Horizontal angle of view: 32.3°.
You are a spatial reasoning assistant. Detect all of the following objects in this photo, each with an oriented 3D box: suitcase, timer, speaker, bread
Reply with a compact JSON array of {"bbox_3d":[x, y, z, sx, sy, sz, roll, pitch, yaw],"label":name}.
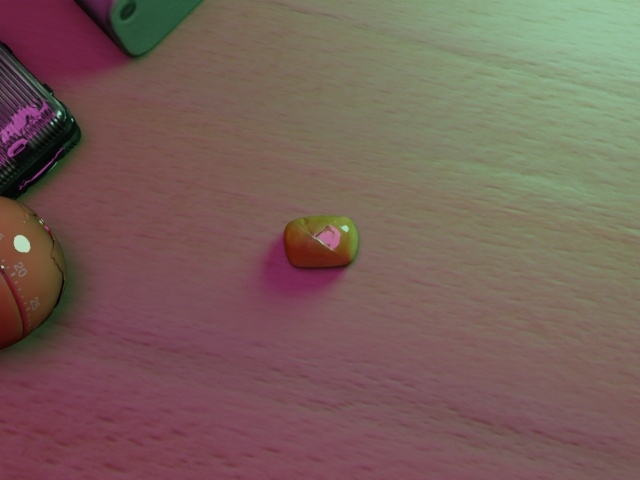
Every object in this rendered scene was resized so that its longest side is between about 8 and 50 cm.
[{"bbox_3d":[-0.542,-0.215,1.737,0.202,0.128,0.312,-43,78,-6],"label":"suitcase"},{"bbox_3d":[-0.496,0.049,1.615,0.215,0.230,0.230,-31,74,-37],"label":"timer"},{"bbox_3d":[-0.237,-0.507,1.759,0.184,0.183,0.406,42,83,18],"label":"speaker"},{"bbox_3d":[0.000,0.000,1.681,0.115,0.056,0.082,2,76,5],"label":"bread"}]
